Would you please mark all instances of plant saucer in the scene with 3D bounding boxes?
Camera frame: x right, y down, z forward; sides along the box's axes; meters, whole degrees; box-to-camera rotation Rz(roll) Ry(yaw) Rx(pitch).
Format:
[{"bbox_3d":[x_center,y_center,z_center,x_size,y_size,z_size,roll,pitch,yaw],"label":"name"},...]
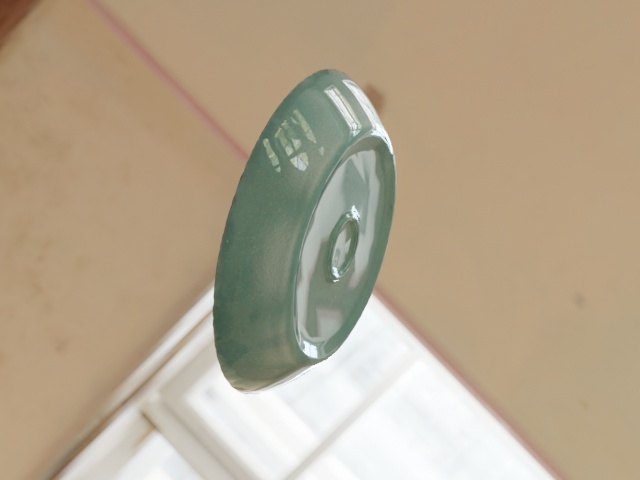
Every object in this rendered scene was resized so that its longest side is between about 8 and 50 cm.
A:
[{"bbox_3d":[0.000,0.000,0.635,0.119,0.021,0.119,-48,146,-47],"label":"plant saucer"}]
